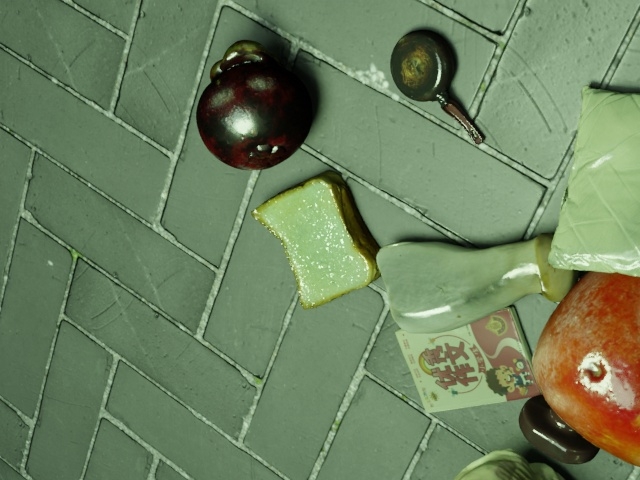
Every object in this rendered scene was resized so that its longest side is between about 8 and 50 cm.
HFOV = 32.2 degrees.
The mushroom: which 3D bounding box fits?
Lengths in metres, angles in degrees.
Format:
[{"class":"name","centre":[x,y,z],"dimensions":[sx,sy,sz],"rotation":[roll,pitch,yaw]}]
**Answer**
[{"class":"mushroom","centre":[0.247,0.057,1.778],"dimensions":[0.328,0.122,0.159],"rotation":[-15,109,35]}]

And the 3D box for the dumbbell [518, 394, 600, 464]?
[{"class":"dumbbell","centre":[0.410,0.229,1.737],"dimensions":[0.140,0.124,0.225],"rotation":[30,122,21]}]

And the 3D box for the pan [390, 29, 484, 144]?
[{"class":"pan","centre":[0.186,-0.234,1.756],"dimensions":[0.115,0.040,0.212],"rotation":[-37,86,42]}]

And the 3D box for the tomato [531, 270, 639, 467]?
[{"class":"tomato","centre":[0.480,0.157,1.557],"dimensions":[0.338,0.144,0.338],"rotation":[-1,81,7]}]

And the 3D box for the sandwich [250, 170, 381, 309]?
[{"class":"sandwich","centre":[0.000,0.000,1.949],"dimensions":[0.186,0.065,0.215],"rotation":[-22,96,36]}]

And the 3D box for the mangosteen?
[{"class":"mangosteen","centre":[-0.113,-0.218,1.867],"dimensions":[0.210,0.210,0.210],"rotation":[12,114,29]}]

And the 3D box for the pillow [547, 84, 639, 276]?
[{"class":"pillow","centre":[0.476,-0.078,1.548],"dimensions":[0.274,0.076,0.281],"rotation":[7,76,31]}]

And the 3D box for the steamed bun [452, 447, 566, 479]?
[{"class":"steamed bun","centre":[0.311,0.532,1.775],"dimensions":[0.339,0.352,0.247],"rotation":[44,117,7]}]

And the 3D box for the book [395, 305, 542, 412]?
[{"class":"book","centre":[0.252,0.206,1.894],"dimensions":[0.232,0.022,0.162],"rotation":[-15,99,35]}]
